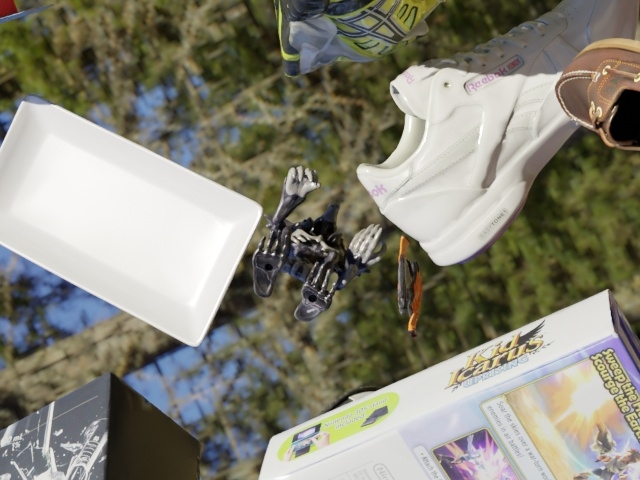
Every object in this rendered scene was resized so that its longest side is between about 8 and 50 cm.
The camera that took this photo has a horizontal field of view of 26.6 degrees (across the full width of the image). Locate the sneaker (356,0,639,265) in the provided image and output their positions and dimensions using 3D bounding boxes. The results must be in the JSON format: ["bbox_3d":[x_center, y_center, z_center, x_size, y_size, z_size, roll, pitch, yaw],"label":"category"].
[{"bbox_3d":[0.154,-0.130,1.150,0.152,0.305,0.114,37,178,-12],"label":"sneaker"}]

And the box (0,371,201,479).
[{"bbox_3d":[-0.319,0.375,1.535,0.179,0.343,0.312,46,-156,-36],"label":"box"}]

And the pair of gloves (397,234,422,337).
[{"bbox_3d":[0.082,0.043,1.232,0.083,0.010,0.074,59,-148,-61],"label":"pair of gloves"}]

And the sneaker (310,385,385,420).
[{"bbox_3d":[0.111,0.252,1.601,0.330,0.122,0.146,-4,-150,-43],"label":"sneaker"}]

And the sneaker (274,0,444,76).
[{"bbox_3d":[0.030,-0.242,1.123,0.384,0.147,0.145,107,155,-85],"label":"sneaker"}]

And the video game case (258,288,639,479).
[{"bbox_3d":[0.135,0.194,0.866,0.269,0.244,0.061,57,-159,-20],"label":"video game case"}]

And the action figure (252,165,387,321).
[{"bbox_3d":[0.000,0.000,1.733,0.164,0.141,0.275,33,-160,-2],"label":"action figure"}]

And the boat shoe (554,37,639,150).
[{"bbox_3d":[0.229,-0.098,0.964,0.073,0.073,0.207,52,163,-20],"label":"boat shoe"}]

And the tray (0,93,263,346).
[{"bbox_3d":[-0.193,-0.021,1.277,0.270,0.145,0.030,26,-177,16],"label":"tray"}]

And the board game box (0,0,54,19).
[{"bbox_3d":[-0.331,-0.206,1.246,0.133,0.169,0.033,-156,47,-74],"label":"board game box"}]
